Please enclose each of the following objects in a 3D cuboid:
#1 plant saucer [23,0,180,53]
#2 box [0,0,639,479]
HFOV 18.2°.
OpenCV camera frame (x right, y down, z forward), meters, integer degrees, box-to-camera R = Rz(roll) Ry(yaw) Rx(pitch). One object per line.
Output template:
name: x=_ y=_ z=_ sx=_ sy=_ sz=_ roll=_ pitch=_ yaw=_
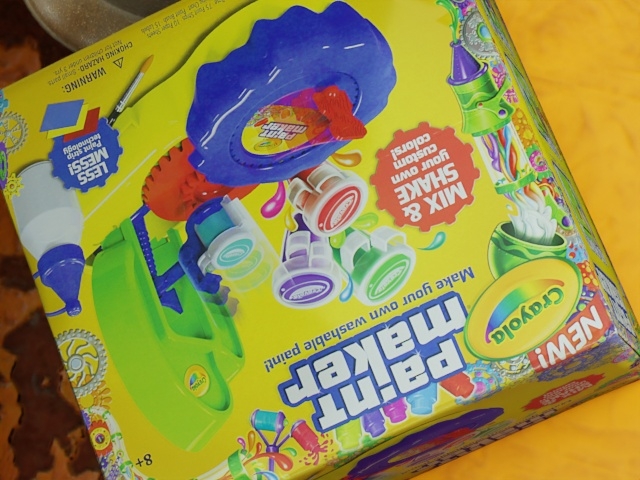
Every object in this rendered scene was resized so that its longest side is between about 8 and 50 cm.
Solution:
plant saucer: x=-0.085 y=-0.171 z=1.217 sx=0.198 sy=0.198 sz=0.036 roll=-9 pitch=55 yaw=14
box: x=0.000 y=0.000 z=1.157 sx=0.290 sy=0.177 sz=0.279 roll=-25 pitch=74 yaw=10
